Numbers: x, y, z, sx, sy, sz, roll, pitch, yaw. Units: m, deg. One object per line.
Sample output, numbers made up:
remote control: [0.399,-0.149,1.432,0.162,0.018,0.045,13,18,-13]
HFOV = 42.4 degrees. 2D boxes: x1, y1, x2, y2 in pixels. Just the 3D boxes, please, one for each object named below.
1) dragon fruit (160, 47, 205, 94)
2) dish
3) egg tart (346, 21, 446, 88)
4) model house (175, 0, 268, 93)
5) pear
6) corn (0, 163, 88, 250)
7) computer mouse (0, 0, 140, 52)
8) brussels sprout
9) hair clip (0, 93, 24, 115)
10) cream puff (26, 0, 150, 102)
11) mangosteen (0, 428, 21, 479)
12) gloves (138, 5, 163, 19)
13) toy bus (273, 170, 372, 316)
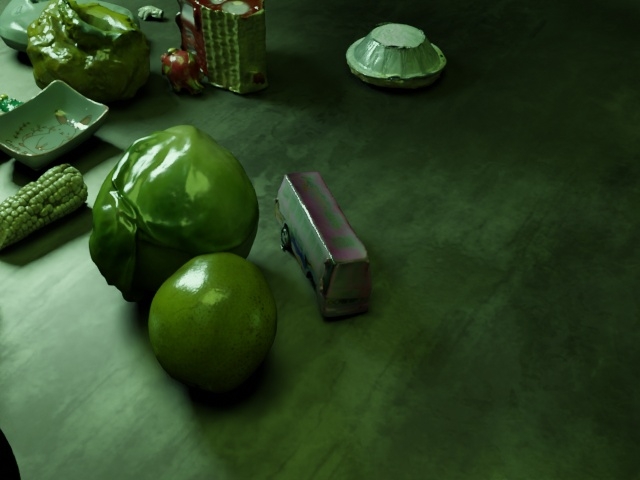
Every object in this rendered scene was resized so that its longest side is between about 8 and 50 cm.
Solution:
dragon fruit: [-0.303,-0.370,1.819,0.086,0.081,0.116,-18,73,-26]
dish: [-0.539,-0.217,1.629,0.151,0.077,0.212,29,48,18]
egg tart: [0.173,-0.429,1.877,0.234,0.094,0.234,0,38,0]
model house: [-0.194,-0.456,1.830,0.160,0.196,0.254,-23,46,-27]
pear: [-0.153,0.114,1.175,0.198,0.198,0.198,0,41,0]
corn: [-0.506,-0.061,1.454,0.087,0.087,0.211,28,47,28]
computer mouse: [-0.594,-0.497,1.954,0.331,0.095,0.197,11,56,-1]
brussels sprout: [-0.232,-0.031,1.325,0.259,0.227,0.294,10,66,1]
hair clip: [-0.694,-0.210,1.621,0.138,0.091,0.321,26,48,23]
cream puff: [-0.499,-0.423,1.768,0.282,0.185,0.282,2,59,-4]
mangosteen: [-0.483,0.281,0.884,0.297,0.313,0.297,-8,44,8]
gloves: [-0.425,-0.578,2.095,0.081,0.037,0.044,1,5,9]
toy bus: [0.001,0.000,1.370,0.090,0.112,0.274,-7,40,-20]
